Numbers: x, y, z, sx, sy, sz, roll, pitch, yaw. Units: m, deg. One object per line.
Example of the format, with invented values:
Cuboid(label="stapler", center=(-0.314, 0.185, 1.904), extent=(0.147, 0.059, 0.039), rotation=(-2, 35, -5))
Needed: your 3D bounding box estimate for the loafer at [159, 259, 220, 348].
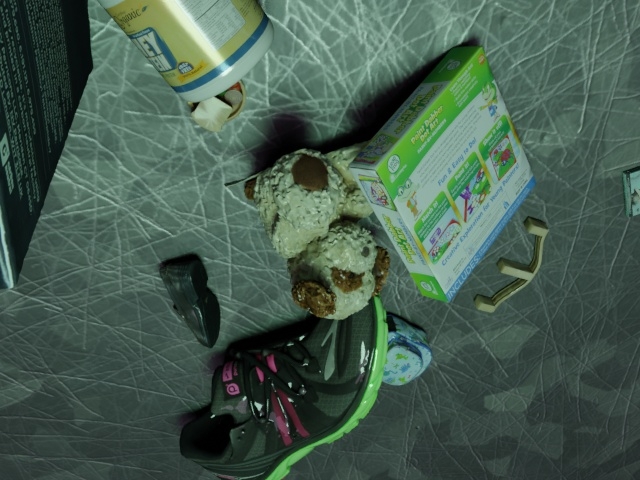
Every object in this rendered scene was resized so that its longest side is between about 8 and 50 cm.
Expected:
Cuboid(label="loafer", center=(-0.203, 0.100, 1.121), extent=(0.061, 0.062, 0.170), rotation=(1, 124, 18))

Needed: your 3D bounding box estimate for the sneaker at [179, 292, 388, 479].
Cuboid(label="sneaker", center=(-0.066, 0.247, 1.160), extent=(0.202, 0.185, 0.482), rotation=(27, 115, -29))

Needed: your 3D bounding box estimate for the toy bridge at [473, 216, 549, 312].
Cuboid(label="toy bridge", center=(0.325, 0.049, 1.178), extent=(0.063, 0.026, 0.188), rotation=(14, 121, -19))

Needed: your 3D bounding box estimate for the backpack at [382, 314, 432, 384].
Cuboid(label="backpack", center=(0.132, 0.196, 1.215), extent=(0.114, 0.084, 0.105), rotation=(24, 120, -26))

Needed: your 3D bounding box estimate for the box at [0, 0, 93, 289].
Cuboid(label="box", center=(-0.484, -0.197, 0.612), extent=(0.480, 0.471, 0.297), rotation=(-2, 126, -8))

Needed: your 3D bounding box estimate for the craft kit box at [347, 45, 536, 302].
Cuboid(label="craft kit box", center=(0.177, -0.088, 0.959), extent=(0.250, 0.061, 0.246), rotation=(-49, 129, -23))

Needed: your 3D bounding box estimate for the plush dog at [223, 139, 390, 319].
Cuboid(label="plush dog", center=(0.000, 0.000, 0.972), extent=(0.211, 0.262, 0.225), rotation=(-18, 90, 36))

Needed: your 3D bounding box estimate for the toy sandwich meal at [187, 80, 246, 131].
Cuboid(label="toy sandwich meal", center=(-0.139, -0.186, 0.942), extent=(0.086, 0.029, 0.085), rotation=(-4, 125, -6))

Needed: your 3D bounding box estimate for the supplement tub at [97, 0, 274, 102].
Cuboid(label="supplement tub", center=(-0.162, -0.275, 0.807), extent=(0.144, 0.144, 0.199), rotation=(-32, 123, 13))

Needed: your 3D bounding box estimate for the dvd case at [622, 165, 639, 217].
Cuboid(label="dvd case", center=(0.541, -0.091, 1.123), extent=(0.120, 0.013, 0.087), rotation=(-18, 125, 5))
